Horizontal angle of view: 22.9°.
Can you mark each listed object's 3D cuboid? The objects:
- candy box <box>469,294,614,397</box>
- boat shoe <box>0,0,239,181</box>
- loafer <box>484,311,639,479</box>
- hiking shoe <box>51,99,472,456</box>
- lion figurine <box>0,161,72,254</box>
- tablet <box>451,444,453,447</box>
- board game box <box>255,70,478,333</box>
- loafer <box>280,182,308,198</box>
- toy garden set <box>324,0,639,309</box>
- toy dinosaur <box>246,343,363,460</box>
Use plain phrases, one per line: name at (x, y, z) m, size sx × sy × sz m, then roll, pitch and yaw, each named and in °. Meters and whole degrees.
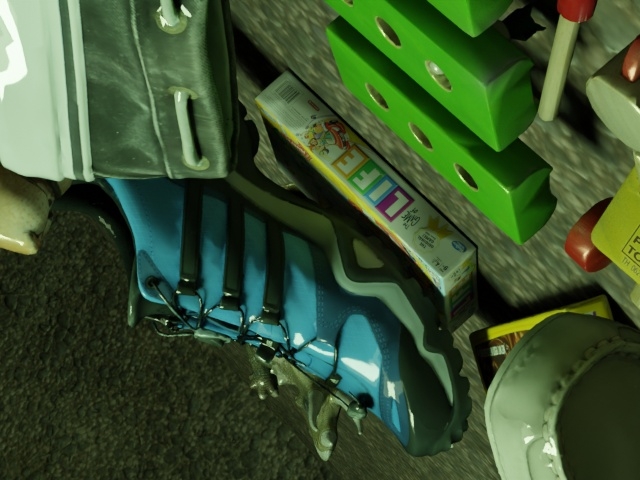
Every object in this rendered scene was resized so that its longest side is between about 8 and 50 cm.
candy box at (0.123, 0.089, 0.816) m, size 0.206 × 0.027 × 0.105 m, roll 134°, pitch 118°, yaw -80°
boat shoe at (-0.064, -0.145, 0.584) m, size 0.335 × 0.119 × 0.121 m, roll 100°, pitch 173°, yaw -56°
loafer at (0.189, 0.148, 0.663) m, size 0.319 × 0.112 × 0.111 m, roll 44°, pitch 168°, yaw -26°
hiking shoe at (-0.046, 0.027, 0.915) m, size 0.304 × 0.132 × 0.113 m, roll 45°, pitch 161°, yaw 14°
lion figurine at (-0.188, -0.155, 0.705) m, size 0.142 × 0.240 × 0.392 m, roll 42°, pitch 168°, yaw 33°
tablet at (0.090, 0.146, 1.362) m, size 0.054 × 0.006 × 0.083 m, roll 42°, pitch 169°, yaw 31°
board game box at (0.029, -0.020, 0.915) m, size 0.154 × 0.026 × 0.103 m, roll 45°, pitch 170°, yaw 20°
loafer at (0.000, 0.000, 1.033) m, size 0.050 × 0.056 × 0.148 m, roll 46°, pitch 172°, yaw -25°
toy garden set at (0.065, -0.074, 0.501) m, size 0.204 × 0.049 × 0.244 m, roll 45°, pitch 169°, yaw 29°
toy dinosaur at (-0.055, 0.043, 1.369) m, size 0.313 × 0.121 × 0.160 m, roll 51°, pitch 159°, yaw 9°
